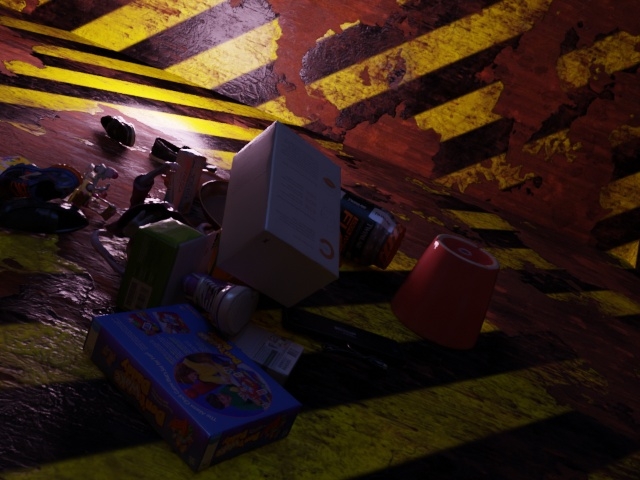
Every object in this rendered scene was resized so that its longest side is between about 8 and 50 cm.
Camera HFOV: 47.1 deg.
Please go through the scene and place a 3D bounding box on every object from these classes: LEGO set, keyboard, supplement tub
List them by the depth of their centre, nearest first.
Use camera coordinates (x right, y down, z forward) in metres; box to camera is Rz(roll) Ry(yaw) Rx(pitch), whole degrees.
[{"bbox_3d":[0.059,0.244,1.760,0.317,0.033,0.201,19,14,-10],"label":"keyboard"},{"bbox_3d":[-0.576,-0.121,1.902,0.107,0.132,0.287,34,-9,-21],"label":"LEGO set"},{"bbox_3d":[0.097,-0.046,2.308,0.315,0.194,0.193,27,20,13],"label":"supplement tub"}]

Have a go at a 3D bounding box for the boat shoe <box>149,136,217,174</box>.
[{"bbox_3d":[-0.456,-0.280,2.479,0.233,0.079,0.084,20,18,-14],"label":"boat shoe"}]

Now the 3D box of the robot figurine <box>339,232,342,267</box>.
[{"bbox_3d":[-0.001,-0.002,2.123,0.158,0.128,0.219,15,-12,8],"label":"robot figurine"}]

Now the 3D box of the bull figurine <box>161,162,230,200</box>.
[{"bbox_3d":[-0.335,-0.161,2.272,0.310,0.101,0.188,23,16,-6],"label":"bull figurine"}]

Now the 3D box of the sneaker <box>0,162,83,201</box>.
[{"bbox_3d":[-0.686,-0.133,1.757,0.221,0.083,0.087,-5,40,13],"label":"sneaker"}]

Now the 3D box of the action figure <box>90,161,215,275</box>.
[{"bbox_3d":[-0.411,-0.029,1.820,0.248,0.275,0.370,60,-13,-24],"label":"action figure"}]

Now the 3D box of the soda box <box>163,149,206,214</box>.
[{"bbox_3d":[-0.390,-0.167,2.097,0.063,0.183,0.058,32,21,27],"label":"soda box"}]

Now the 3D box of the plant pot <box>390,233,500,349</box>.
[{"bbox_3d":[0.365,0.132,2.072,0.274,0.243,0.275,20,20,-7],"label":"plant pot"}]

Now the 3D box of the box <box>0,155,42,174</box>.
[{"bbox_3d":[-0.799,-0.177,1.884,0.105,0.043,0.179,32,24,24],"label":"box"}]

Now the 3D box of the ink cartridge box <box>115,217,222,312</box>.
[{"bbox_3d":[-0.318,0.050,1.612,0.097,0.189,0.255,26,18,12],"label":"ink cartridge box"}]

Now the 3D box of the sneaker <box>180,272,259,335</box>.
[{"bbox_3d":[-0.223,0.122,1.501,0.161,0.102,0.282,21,-6,2],"label":"sneaker"}]

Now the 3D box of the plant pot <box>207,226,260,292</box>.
[{"bbox_3d":[-0.146,0.048,1.826,0.187,0.205,0.205,29,14,-32],"label":"plant pot"}]

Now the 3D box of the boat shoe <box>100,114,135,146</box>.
[{"bbox_3d":[-0.684,-0.369,2.466,0.073,0.080,0.223,2,23,-34],"label":"boat shoe"}]

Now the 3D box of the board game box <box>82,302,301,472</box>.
[{"bbox_3d":[-0.237,0.250,1.344,0.347,0.078,0.233,36,23,32],"label":"board game box"}]

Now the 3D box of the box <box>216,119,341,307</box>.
[{"bbox_3d":[-0.085,-0.062,1.661,0.215,0.168,0.345,34,40,-30],"label":"box"}]

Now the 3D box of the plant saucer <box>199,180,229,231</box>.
[{"bbox_3d":[-0.210,-0.056,2.071,0.310,0.050,0.311,28,24,-14],"label":"plant saucer"}]

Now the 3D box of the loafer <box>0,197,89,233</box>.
[{"bbox_3d":[-0.636,-0.053,1.690,0.078,0.076,0.223,25,14,30],"label":"loafer"}]

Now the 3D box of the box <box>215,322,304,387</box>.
[{"bbox_3d":[-0.139,0.231,1.563,0.186,0.038,0.145,26,19,5],"label":"box"}]
